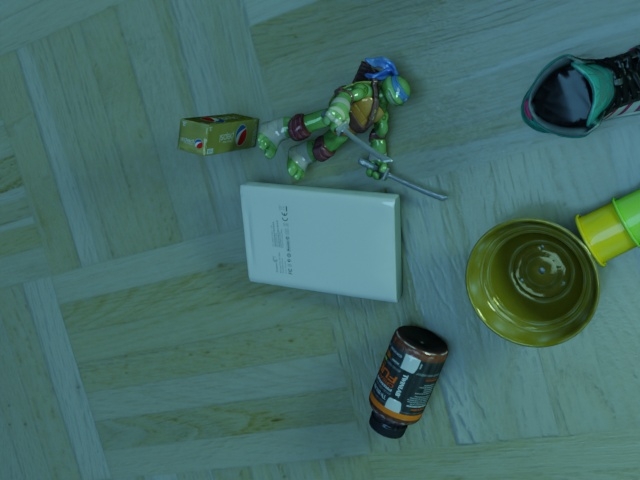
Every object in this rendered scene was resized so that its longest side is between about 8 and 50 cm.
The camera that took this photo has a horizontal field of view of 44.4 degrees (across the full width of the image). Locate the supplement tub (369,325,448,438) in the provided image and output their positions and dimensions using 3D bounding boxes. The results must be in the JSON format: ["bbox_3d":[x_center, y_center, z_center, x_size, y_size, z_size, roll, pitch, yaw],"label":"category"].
[{"bbox_3d":[0.153,0.262,1.431,0.106,0.106,0.198,25,109,18],"label":"supplement tub"}]

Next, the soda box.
[{"bbox_3d":[-0.186,-0.197,1.449,0.061,0.181,0.058,16,107,21],"label":"soda box"}]

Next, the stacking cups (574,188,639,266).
[{"bbox_3d":[0.554,-0.064,1.189,0.316,0.096,0.096,-28,88,26],"label":"stacking cups"}]

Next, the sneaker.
[{"bbox_3d":[0.431,-0.233,1.161,0.295,0.178,0.124,-19,92,26],"label":"sneaker"}]

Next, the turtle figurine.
[{"bbox_3d":[0.038,-0.160,1.348,0.266,0.198,0.275,-17,90,30],"label":"turtle figurine"}]

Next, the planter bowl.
[{"bbox_3d":[0.358,0.060,1.301,0.217,0.090,0.217,8,107,27],"label":"planter bowl"}]

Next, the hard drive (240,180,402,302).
[{"bbox_3d":[0.000,0.000,1.465,0.307,0.040,0.203,7,114,23],"label":"hard drive"}]
